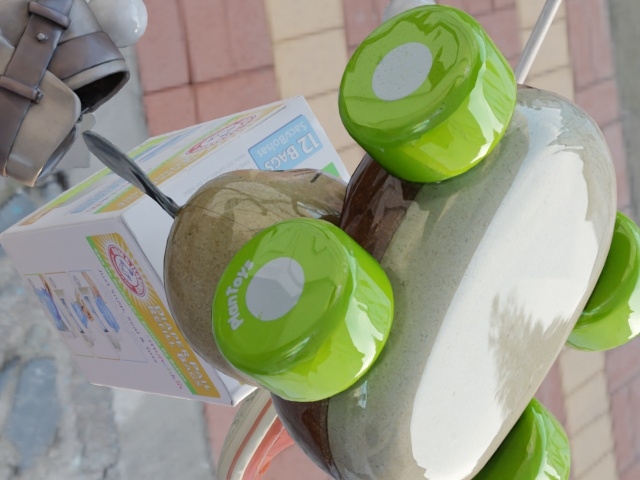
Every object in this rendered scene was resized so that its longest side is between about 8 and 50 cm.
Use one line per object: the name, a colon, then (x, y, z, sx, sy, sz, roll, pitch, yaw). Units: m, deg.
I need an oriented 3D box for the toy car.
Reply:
toy car: (0.000, 0.000, 0.495, 0.155, 0.188, 0.149, 41, 75, -45)

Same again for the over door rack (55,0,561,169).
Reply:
over door rack: (0.017, -0.102, 0.553, 0.239, 0.324, 0.108, -2, 67, -16)

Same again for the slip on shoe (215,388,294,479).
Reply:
slip on shoe: (0.021, 0.096, 1.031, 0.101, 0.331, 0.123, 36, 31, -6)

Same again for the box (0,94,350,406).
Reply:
box: (-0.069, 0.007, 0.697, 0.114, 0.203, 0.103, -36, 104, -24)

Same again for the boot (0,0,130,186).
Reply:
boot: (-0.121, -0.047, 0.425, 0.087, 0.042, 0.118, 40, 66, 1)
